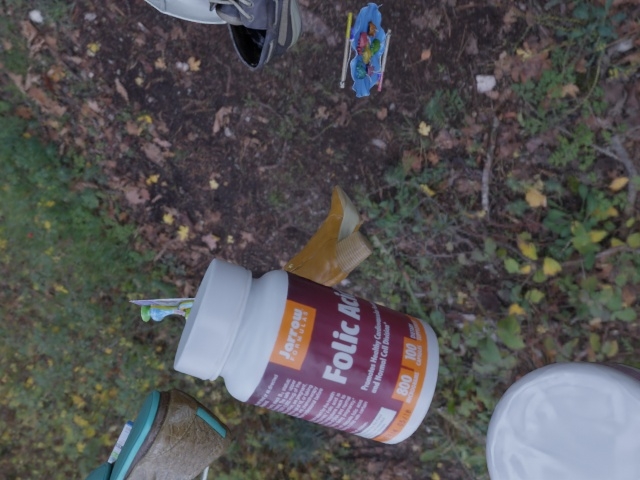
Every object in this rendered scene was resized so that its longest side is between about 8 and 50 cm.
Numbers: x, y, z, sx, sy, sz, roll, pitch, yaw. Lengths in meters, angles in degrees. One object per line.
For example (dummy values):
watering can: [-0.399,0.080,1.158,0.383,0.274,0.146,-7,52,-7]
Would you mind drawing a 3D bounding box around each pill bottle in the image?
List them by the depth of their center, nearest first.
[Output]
pill bottle: [0.301,0.213,0.616,0.169,0.169,0.302,-20,159,30]
pill bottle: [-0.024,0.180,0.974,0.392,0.224,0.224,20,137,-13]

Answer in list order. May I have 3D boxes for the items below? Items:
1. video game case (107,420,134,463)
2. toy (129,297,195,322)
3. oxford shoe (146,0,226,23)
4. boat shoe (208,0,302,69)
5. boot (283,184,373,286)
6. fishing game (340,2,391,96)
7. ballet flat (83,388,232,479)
video game case: [-0.384,0.471,1.226,0.119,0.015,0.166,29,107,1]
toy: [-0.255,0.155,1.196,0.237,0.056,0.137,1,163,13]
oxford shoe: [-0.351,-0.552,1.141,0.450,0.130,0.169,26,115,-2]
boat shoe: [-0.111,-0.409,0.962,0.132,0.130,0.355,26,165,17]
boot: [0.001,0.001,1.378,0.211,0.295,0.104,-34,123,14]
fishing game: [0.105,-0.387,1.190,0.041,0.264,0.189,13,103,20]
ballet flat: [-0.212,0.301,0.696,0.124,0.116,0.342,29,118,-19]
